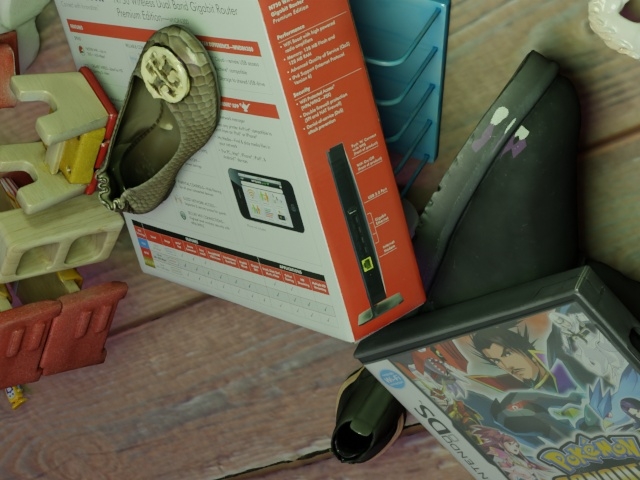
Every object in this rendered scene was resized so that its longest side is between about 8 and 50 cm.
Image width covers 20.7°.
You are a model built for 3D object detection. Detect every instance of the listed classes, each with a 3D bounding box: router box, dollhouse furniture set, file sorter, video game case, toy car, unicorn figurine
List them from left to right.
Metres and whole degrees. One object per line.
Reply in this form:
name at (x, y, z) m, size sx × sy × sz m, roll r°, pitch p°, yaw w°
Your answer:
toy car at (-0.348, 0.152, 2.001) m, size 0.122 × 0.060 × 0.040 m, roll -44°, pitch 67°, yaw 40°
dollhouse furniture set at (-0.271, -0.050, 1.649) m, size 0.201 × 0.152 × 0.374 m, roll 54°, pitch 140°, yaw 28°
router box at (-0.077, -0.093, 1.466) m, size 0.335 × 0.082 × 0.301 m, roll 16°, pitch 128°, yaw 52°
file sorter at (0.031, -0.123, 1.486) m, size 0.118 × 0.104 × 0.170 m, roll 18°, pitch 135°, yaw 18°
video game case at (0.197, 0.143, 1.488) m, size 0.248 × 0.035 × 0.275 m, roll 46°, pitch 143°, yaw -19°
unicorn figurine at (0.271, -0.148, 1.350) m, size 0.111 × 0.060 × 0.162 m, roll -5°, pitch 124°, yaw 34°

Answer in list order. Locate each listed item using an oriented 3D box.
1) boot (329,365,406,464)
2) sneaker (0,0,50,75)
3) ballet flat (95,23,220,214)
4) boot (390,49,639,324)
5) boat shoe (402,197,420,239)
boot at (0.034, 0.190, 1.739) m, size 0.077 × 0.137 × 0.198 m, roll 26°, pitch 137°, yaw 9°
sneaker at (-0.296, -0.237, 1.613) m, size 0.094 × 0.080 × 0.212 m, roll 45°, pitch 138°, yaw 11°
ballet flat at (-0.140, -0.088, 1.422) m, size 0.084 × 0.058 × 0.250 m, roll 55°, pitch 150°, yaw 12°
boot at (0.294, 0.072, 1.464) m, size 0.445 × 0.146 × 0.367 m, roll 32°, pitch 147°, yaw 8°
boat shoe at (0.000, 0.000, 1.637) m, size 0.228 × 0.080 × 0.076 m, roll 1°, pitch 134°, yaw 32°
